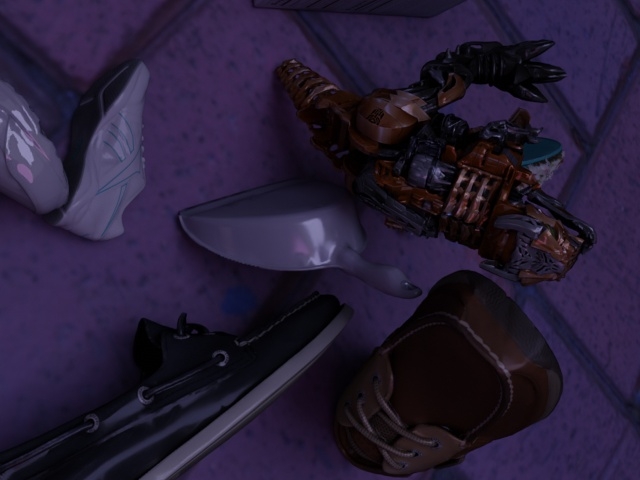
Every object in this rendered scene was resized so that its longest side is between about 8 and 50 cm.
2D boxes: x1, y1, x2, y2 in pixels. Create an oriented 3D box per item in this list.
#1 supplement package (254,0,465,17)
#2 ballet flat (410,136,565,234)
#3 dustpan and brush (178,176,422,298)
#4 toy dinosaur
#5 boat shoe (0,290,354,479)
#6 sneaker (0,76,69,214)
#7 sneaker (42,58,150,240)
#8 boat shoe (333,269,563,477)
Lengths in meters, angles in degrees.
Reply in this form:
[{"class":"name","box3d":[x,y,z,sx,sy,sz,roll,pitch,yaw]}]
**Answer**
[{"class":"supplement package","box3d":[0.057,-0.308,0.751,0.244,0.133,0.139,-9,88,-37]},{"class":"ballet flat","box3d":[0.170,-0.062,0.841,0.240,0.091,0.077,-13,121,-33]},{"class":"dustpan and brush","box3d":[0.000,0.000,0.625,0.147,0.211,0.060,-20,111,-37]},{"class":"toy dinosaur","box3d":[0.089,-0.086,0.644,0.218,0.164,0.322,-26,70,-39]},{"class":"boat shoe","box3d":[-0.113,0.113,0.569,0.340,0.127,0.113,-37,82,-32]},{"class":"sneaker","box3d":[-0.277,-0.082,0.508,0.232,0.090,0.115,41,67,-14]},{"class":"sneaker","box3d":[-0.164,-0.071,0.607,0.061,0.053,0.152,34,66,-44]},{"class":"boat shoe","box3d":[0.078,0.130,0.599,0.119,0.324,0.123,-36,74,-18]}]
